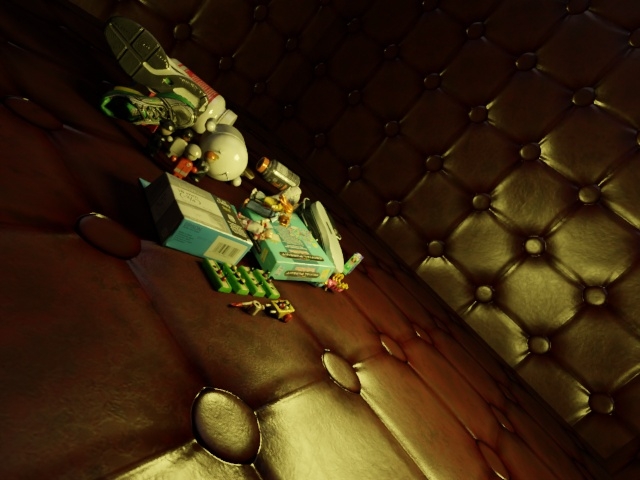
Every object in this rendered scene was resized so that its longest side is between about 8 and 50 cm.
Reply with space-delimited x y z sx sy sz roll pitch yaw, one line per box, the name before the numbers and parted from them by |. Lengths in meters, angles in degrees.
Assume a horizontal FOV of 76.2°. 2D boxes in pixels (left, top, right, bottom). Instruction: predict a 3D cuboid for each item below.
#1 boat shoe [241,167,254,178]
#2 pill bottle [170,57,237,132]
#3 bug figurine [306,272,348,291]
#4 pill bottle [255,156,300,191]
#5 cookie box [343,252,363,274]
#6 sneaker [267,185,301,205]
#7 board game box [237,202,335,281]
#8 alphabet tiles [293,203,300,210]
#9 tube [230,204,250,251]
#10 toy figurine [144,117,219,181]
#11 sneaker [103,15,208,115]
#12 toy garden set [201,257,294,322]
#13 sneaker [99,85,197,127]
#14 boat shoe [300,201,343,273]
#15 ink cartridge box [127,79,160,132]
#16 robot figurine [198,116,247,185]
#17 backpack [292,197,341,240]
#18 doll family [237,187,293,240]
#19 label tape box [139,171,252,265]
boat shoe | -0.387 -0.346 2.048 0.135 0.045 0.050 44 25 21
pill bottle | -0.639 -0.699 2.073 0.407 0.229 0.229 38 15 -13
bug figurine | 0.000 0.116 1.623 0.216 0.072 0.279 27 24 -24
pill bottle | -0.246 -0.372 2.318 0.245 0.130 0.130 32 17 -31
cookie box | 0.152 0.112 1.960 0.040 0.107 0.092 43 14 11
sneaker | -0.177 -0.204 1.960 0.114 0.152 0.305 43 16 -1
board game box | -0.135 0.007 1.485 0.253 0.079 0.336 8 33 -40
alphabet tiles | -0.071 -0.119 2.263 0.285 0.011 0.342 46 15 18
tube | -0.296 -0.040 1.395 0.080 0.052 0.207 16 34 -39
toy figurine | -0.502 -0.328 1.493 0.213 0.148 0.209 43 14 8
sneaker | -0.669 -0.695 1.661 0.447 0.169 0.257 42 2 -34
toy garden set | -0.187 0.134 1.142 0.204 0.049 0.244 50 17 31
sneaker | -0.631 -0.470 1.503 0.343 0.134 0.146 5 34 -7
boat shoe | -0.002 -0.001 1.611 0.113 0.105 0.306 8 58 -66
ink cartridge box | -0.713 -0.559 1.659 0.078 0.134 0.231 22 23 -54
robot figurine | -0.420 -0.381 1.755 0.353 0.199 0.300 -115 180 -57
backpack | -0.034 -0.067 1.841 0.225 0.191 0.253 38 22 -22
doll family | -0.178 -0.102 1.400 0.163 0.118 0.263 26 27 -5
label tape box | -0.374 -0.090 1.210 0.240 0.106 0.334 26 21 -47
